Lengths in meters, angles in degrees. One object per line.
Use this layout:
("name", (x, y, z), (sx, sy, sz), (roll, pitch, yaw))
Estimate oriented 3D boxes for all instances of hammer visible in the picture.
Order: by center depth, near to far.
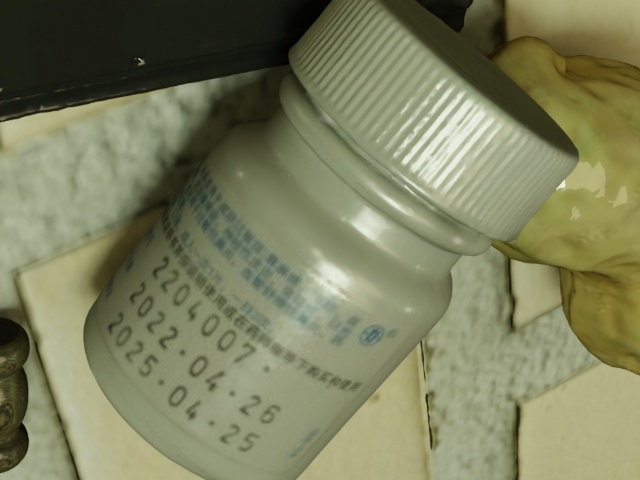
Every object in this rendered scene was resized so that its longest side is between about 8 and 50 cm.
("hammer", (-0.236, 0.076, 0.421), (0.292, 0.029, 0.058), (-9, 121, -29))

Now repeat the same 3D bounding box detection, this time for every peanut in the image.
("peanut", (0.145, -0.008, 0.584), (0.263, 0.101, 0.117), (36, 75, -44))

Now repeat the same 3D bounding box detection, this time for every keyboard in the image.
("keyboard", (-0.037, -0.098, 0.445), (0.230, 0.025, 0.094), (-15, 128, -27))

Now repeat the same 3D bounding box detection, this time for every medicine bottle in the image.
("medicine bottle", (0.000, 0.000, 0.467), (0.105, 0.105, 0.168), (24, 113, -43))
